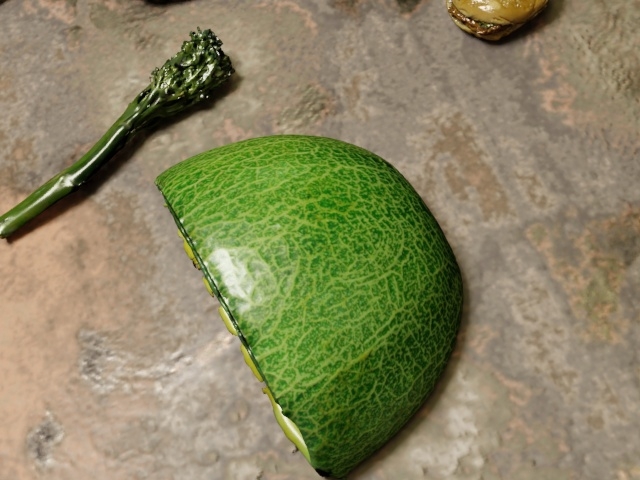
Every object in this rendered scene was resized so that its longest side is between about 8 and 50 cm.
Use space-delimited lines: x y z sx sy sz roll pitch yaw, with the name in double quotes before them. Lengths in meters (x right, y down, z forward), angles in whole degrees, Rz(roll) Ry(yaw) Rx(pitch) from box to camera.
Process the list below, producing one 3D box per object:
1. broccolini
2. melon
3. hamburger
"broccolini" -0.166 -0.081 0.780 0.239 0.051 0.054 -43 19 -6
"melon" 0.000 0.000 0.654 0.169 0.129 0.265 -29 60 -8
"hamburger" 0.145 -0.201 0.777 0.083 0.044 0.076 -38 63 -13
